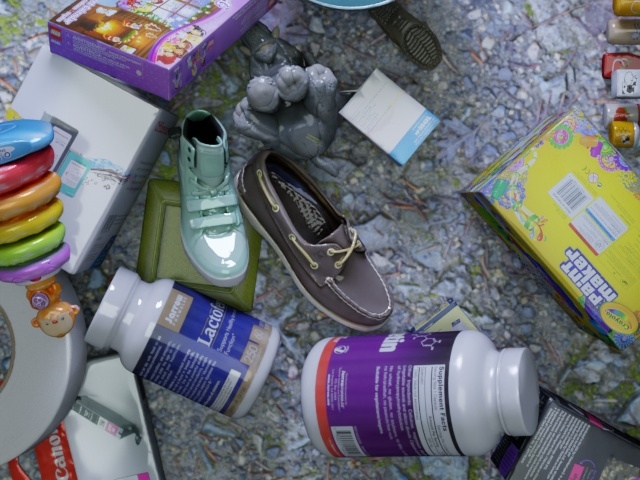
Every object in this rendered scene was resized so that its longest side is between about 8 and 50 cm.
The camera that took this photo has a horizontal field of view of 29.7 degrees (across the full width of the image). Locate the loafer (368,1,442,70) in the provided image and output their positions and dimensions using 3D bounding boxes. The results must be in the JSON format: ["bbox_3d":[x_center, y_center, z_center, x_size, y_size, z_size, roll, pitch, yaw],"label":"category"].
[{"bbox_3d":[0.129,-0.322,1.840,0.056,0.050,0.148,-42,107,6],"label":"loafer"}]

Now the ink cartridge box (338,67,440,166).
[{"bbox_3d":[0.095,-0.191,1.823,0.143,0.092,0.090,40,92,-2],"label":"ink cartridge box"}]

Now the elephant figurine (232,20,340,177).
[{"bbox_3d":[-0.053,-0.236,1.807,0.169,0.239,0.186,6,119,-15],"label":"elephant figurine"}]

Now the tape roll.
[{"bbox_3d":[-0.545,0.159,1.828,0.392,0.072,0.392,1,94,10],"label":"tape roll"}]

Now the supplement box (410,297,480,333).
[{"bbox_3d":[0.197,0.146,1.855,0.083,0.056,0.083,-39,92,2],"label":"supplement box"}]

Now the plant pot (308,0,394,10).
[{"bbox_3d":[0.046,-0.469,1.759,0.290,0.195,0.290,0,93,1],"label":"plant pot"}]

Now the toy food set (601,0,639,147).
[{"bbox_3d":[0.484,-0.253,1.804,0.105,0.111,0.232,0,90,1],"label":"toy food set"}]

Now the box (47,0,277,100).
[{"bbox_3d":[-0.218,-0.326,1.720,0.201,0.293,0.057,23,136,17],"label":"box"}]

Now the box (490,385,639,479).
[{"bbox_3d":[0.414,0.346,1.807,0.270,0.165,0.143,29,92,-1],"label":"box"}]

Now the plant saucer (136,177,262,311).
[{"bbox_3d":[-0.188,0.009,1.860,0.188,0.045,0.188,8,93,0],"label":"plant saucer"}]

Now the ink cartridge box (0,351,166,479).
[{"bbox_3d":[-0.376,0.327,1.872,0.239,0.060,0.275,-13,92,0],"label":"ink cartridge box"}]

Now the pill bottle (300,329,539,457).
[{"bbox_3d":[0.145,0.224,1.753,0.323,0.181,0.181,-5,93,23],"label":"pill bottle"}]

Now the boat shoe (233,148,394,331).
[{"bbox_3d":[0.000,0.000,1.815,0.324,0.097,0.116,50,57,0],"label":"boat shoe"}]

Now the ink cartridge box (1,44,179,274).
[{"bbox_3d":[-0.365,-0.118,1.780,0.197,0.198,0.270,29,92,0],"label":"ink cartridge box"}]

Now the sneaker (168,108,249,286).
[{"bbox_3d":[-0.164,-0.066,1.756,0.094,0.151,0.255,-12,66,-11],"label":"sneaker"}]

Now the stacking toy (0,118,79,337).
[{"bbox_3d":[-0.402,-0.002,1.629,0.175,0.166,0.301,-19,107,-8],"label":"stacking toy"}]

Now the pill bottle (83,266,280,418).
[{"bbox_3d":[-0.207,0.148,1.800,0.265,0.153,0.153,25,93,-8],"label":"pill bottle"}]

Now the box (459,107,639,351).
[{"bbox_3d":[0.372,-0.020,1.734,0.177,0.279,0.290,-42,91,2],"label":"box"}]
